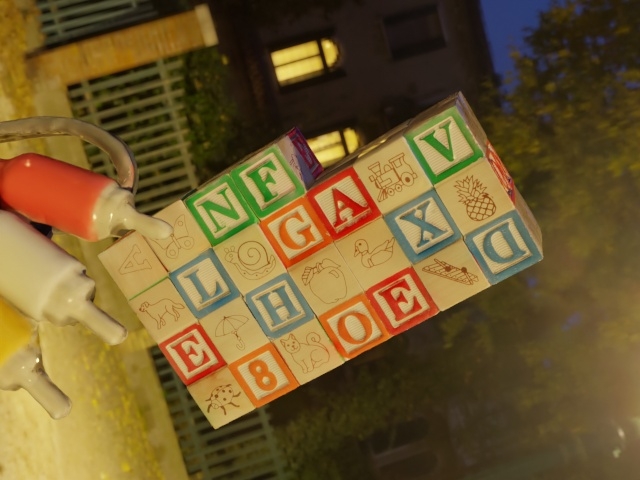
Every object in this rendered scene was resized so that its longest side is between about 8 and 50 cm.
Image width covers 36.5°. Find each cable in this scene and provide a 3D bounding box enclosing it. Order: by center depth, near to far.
[{"bbox_3d":[-0.206,-0.038,0.465,0.287,0.140,0.072,29,-15,0],"label":"cable"}]

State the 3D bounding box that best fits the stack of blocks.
[{"bbox_3d":[0.000,0.000,0.756,0.171,0.297,0.087,58,18,-8],"label":"stack of blocks"}]
